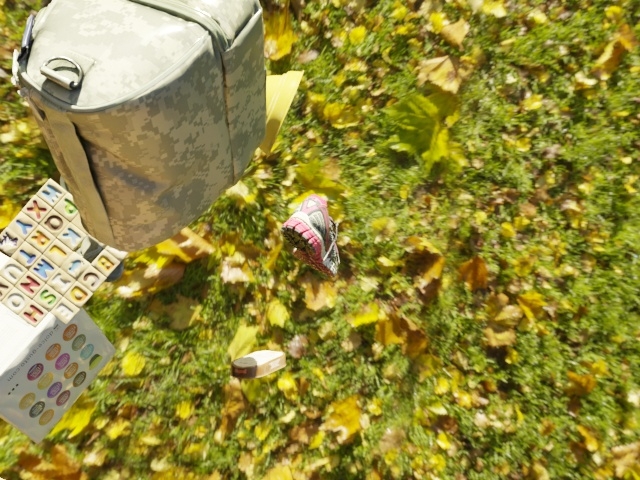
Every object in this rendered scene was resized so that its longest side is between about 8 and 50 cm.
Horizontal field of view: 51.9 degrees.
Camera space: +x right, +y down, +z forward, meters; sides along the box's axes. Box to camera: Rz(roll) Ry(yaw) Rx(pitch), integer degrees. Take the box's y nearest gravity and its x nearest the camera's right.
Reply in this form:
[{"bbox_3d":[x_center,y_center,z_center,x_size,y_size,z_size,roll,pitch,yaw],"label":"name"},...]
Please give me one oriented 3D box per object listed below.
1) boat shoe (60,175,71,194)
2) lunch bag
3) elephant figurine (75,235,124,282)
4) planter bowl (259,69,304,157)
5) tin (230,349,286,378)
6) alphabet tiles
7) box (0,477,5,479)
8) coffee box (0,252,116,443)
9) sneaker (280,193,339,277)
[{"bbox_3d":[-0.534,-0.189,1.753,0.305,0.091,0.109,-32,123,-41],"label":"boat shoe"},{"bbox_3d":[-0.205,-0.154,0.767,0.213,0.305,0.256,22,59,8],"label":"lunch bag"},{"bbox_3d":[-0.626,0.042,1.853,0.169,0.186,0.239,33,65,-17],"label":"elephant figurine"},{"bbox_3d":[-0.120,-0.306,1.504,0.090,0.217,0.217,23,92,-8],"label":"planter bowl"},{"bbox_3d":[-0.166,0.334,1.782,0.106,0.190,0.040,5,96,27],"label":"tin"},{"bbox_3d":[-0.505,0.038,1.235,0.198,0.009,0.237,41,87,-11],"label":"alphabet tiles"},{"bbox_3d":[-0.415,0.424,0.770,0.346,0.215,0.168,23,115,5],"label":"box"},{"bbox_3d":[-0.855,0.297,1.851,0.338,0.334,0.337,24,60,23],"label":"coffee box"},{"bbox_3d":[0.000,0.000,1.592,0.121,0.299,0.112,28,74,18],"label":"sneaker"}]
